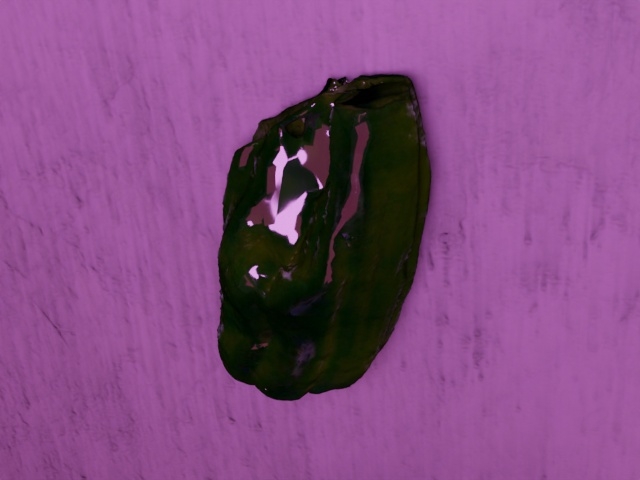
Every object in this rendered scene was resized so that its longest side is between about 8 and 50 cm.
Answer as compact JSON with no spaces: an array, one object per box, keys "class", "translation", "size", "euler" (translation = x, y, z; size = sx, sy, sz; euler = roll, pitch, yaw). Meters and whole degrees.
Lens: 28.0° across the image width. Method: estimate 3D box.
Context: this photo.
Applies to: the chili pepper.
[{"class":"chili pepper","translation":[-0.007,0.004,1.308],"size":[0.213,0.167,0.385],"euler":[15,123,7]}]
